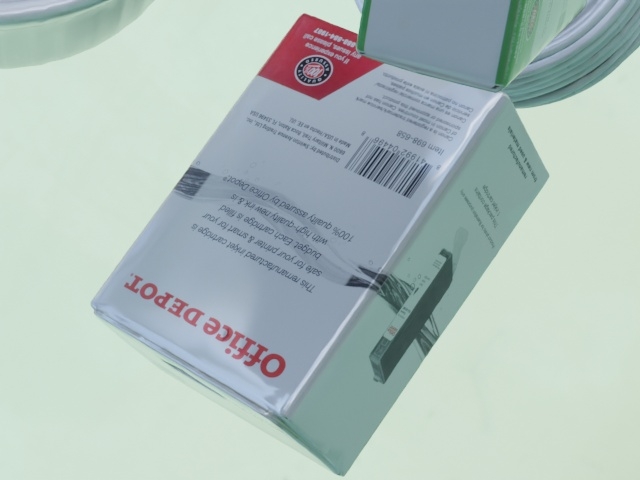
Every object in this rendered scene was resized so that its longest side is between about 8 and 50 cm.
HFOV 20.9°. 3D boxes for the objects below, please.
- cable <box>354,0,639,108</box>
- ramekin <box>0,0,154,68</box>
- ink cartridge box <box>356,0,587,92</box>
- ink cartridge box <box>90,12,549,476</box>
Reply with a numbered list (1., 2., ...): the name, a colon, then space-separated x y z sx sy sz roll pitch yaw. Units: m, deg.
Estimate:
1. cable: 0.146 -0.230 1.329 0.257 0.089 0.257 -36 65 9
2. ramekin: -0.187 -0.232 0.986 0.277 0.277 0.135 -58 0 -15
3. ink cartridge box: 0.101 -0.185 0.954 0.087 0.153 0.208 15 23 15
4. ink cartridge box: 0.000 0.000 1.226 0.197 0.114 0.273 27 74 35
